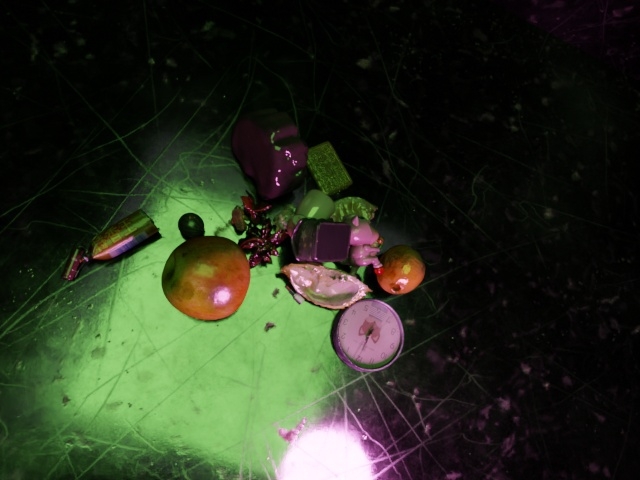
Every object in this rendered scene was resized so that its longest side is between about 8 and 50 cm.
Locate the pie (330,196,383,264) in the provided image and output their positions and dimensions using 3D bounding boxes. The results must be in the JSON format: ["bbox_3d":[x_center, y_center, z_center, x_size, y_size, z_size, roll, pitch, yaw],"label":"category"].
[{"bbox_3d":[0.133,-0.048,1.941,0.338,0.075,0.337,2,78,-8],"label":"pie"}]

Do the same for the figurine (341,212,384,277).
[{"bbox_3d":[0.177,0.019,1.834,0.186,0.176,0.287,-15,90,-27],"label":"figurine"}]

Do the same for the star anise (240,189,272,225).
[{"bbox_3d":[-0.284,-0.164,1.848,0.141,0.158,0.144,26,47,-8],"label":"star anise"}]

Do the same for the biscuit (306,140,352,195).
[{"bbox_3d":[0.030,-0.342,2.009,0.172,0.029,0.254,-27,85,-19],"label":"biscuit"}]

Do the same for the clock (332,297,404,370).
[{"bbox_3d":[0.215,0.414,1.853,0.325,0.067,0.324,3,76,-14],"label":"clock"}]

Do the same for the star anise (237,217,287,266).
[{"bbox_3d":[-0.253,0.010,1.790,0.190,0.126,0.220,31,86,-2],"label":"star anise"}]

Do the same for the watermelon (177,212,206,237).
[{"bbox_3d":[-0.532,-0.058,1.759,0.133,0.105,0.105,26,71,14],"label":"watermelon"}]

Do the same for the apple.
[{"bbox_3d":[-0.444,0.141,1.624,0.340,0.339,0.339,3,76,-13],"label":"apple"}]

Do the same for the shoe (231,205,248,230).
[{"bbox_3d":[-0.356,-0.092,1.836,0.072,0.069,0.109,-35,77,5],"label":"shoe"}]

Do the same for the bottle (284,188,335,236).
[{"bbox_3d":[-0.055,-0.096,1.809,0.148,0.147,0.236,39,63,-2],"label":"bottle"}]

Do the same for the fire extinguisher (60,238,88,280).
[{"bbox_3d":[-0.968,0.081,1.659,0.078,0.045,0.157,25,69,-36],"label":"fire extinguisher"}]

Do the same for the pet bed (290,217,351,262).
[{"bbox_3d":[0.000,0.000,1.710,0.211,0.159,0.183,-2,99,-44],"label":"pet bed"}]

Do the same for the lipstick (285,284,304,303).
[{"bbox_3d":[-0.115,0.233,1.838,0.107,0.025,0.025,44,70,6],"label":"lipstick"}]

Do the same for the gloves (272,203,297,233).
[{"bbox_3d":[-0.148,-0.097,1.877,0.111,0.094,0.144,18,65,-21],"label":"gloves"}]

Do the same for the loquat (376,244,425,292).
[{"bbox_3d":[0.356,0.128,1.873,0.193,0.238,0.238,39,71,-8],"label":"loquat"}]

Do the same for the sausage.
[{"bbox_3d":[-0.817,-0.009,1.678,0.317,0.117,0.125,-34,53,-18],"label":"sausage"}]

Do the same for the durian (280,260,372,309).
[{"bbox_3d":[0.012,0.188,1.789,0.395,0.198,0.163,22,74,-6],"label":"durian"}]

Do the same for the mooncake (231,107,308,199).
[{"bbox_3d":[-0.209,-0.382,1.812,0.212,0.351,0.381,-24,93,-27],"label":"mooncake"}]
